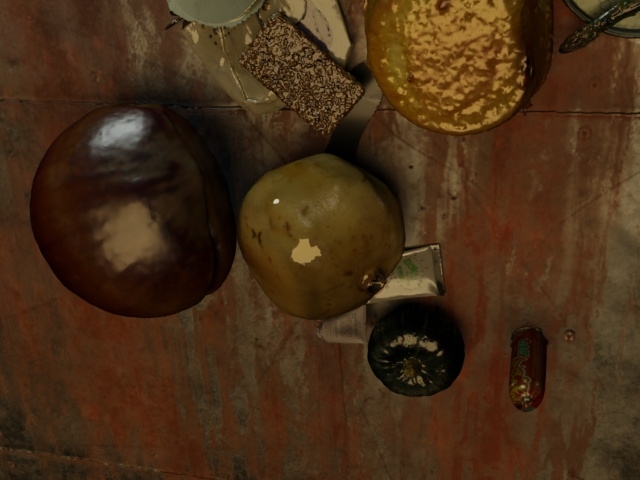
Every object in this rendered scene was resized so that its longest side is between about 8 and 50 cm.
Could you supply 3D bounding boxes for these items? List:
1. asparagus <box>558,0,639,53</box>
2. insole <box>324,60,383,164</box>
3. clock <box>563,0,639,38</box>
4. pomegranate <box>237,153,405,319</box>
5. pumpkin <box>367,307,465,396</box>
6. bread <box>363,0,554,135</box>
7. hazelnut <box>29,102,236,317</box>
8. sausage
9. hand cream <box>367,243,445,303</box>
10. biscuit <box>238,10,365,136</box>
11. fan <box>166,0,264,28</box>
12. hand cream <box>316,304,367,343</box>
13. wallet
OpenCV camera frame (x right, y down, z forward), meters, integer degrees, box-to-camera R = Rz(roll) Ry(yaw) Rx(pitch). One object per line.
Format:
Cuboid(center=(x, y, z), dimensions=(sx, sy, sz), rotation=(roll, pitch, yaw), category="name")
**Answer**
Cuboid(center=(0.478, -0.367, 1.447), dimensions=(0.165, 0.030, 0.036), rotation=(-33, 115, 27), category="asparagus")
Cuboid(center=(0.062, -0.242, 1.699), dimensions=(0.086, 0.005, 0.253), rotation=(22, 118, 4), category="insole")
Cuboid(center=(0.542, -0.498, 1.419), dimensions=(0.325, 0.067, 0.325), rotation=(6, 118, 11), category="clock")
Cuboid(center=(0.000, 0.000, 1.657), dimensions=(0.332, 0.332, 0.333), rotation=(6, 117, 11), category="pomegranate")
Cuboid(center=(0.203, 0.241, 1.819), dimensions=(0.211, 0.152, 0.212), rotation=(0, 125, 0), category="pumpkin")
Cuboid(center=(0.241, -0.362, 1.486), dimensions=(0.336, 0.204, 0.358), rotation=(-7, 112, 12), category="bread")
Cuboid(center=(-0.370, -0.055, 1.669), dimensions=(0.402, 0.402, 0.429), rotation=(-17, 91, 21), category="hazelnut")
Cuboid(center=(0.420, 0.266, 1.717), dimensions=(0.083, 0.264, 0.083), rotation=(5, 113, 13), category="sausage")
Cuboid(center=(0.098, 0.088, 1.828), dimensions=(0.335, 0.076, 0.121), rotation=(-9, 116, 11), category="hand cream")
Cuboid(center=(-0.036, -0.311, 1.599), dimensions=(0.231, 0.025, 0.131), rotation=(39, 109, -6), category="biscuit")
Cuboid(center=(-0.110, -0.503, 1.557), dimensions=(0.414, 0.012, 0.233), rotation=(7, 98, 14), category="fan")
Cuboid(center=(0.051, 0.194, 1.876), dimensions=(0.142, 0.053, 0.084), rotation=(-16, 69, 40), category="hand cream")
Cuboid(center=(-0.102, -0.395, 1.627), dimensions=(0.335, 0.068, 0.275), rotation=(-28, 104, 23), category="wallet")
